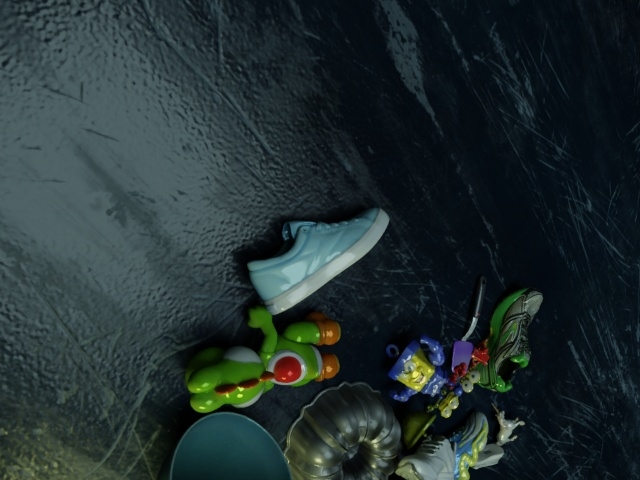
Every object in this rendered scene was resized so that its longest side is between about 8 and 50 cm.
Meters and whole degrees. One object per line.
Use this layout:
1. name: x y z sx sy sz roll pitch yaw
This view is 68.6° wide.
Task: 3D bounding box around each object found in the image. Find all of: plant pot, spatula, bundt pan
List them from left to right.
1. plant pot: -0.224 0.536 0.965 0.290 0.290 0.195 29 122 -31
2. bundt pan: 0.076 0.538 1.195 0.330 0.124 0.332 -7 105 -28
3. spatula: 0.450 0.249 1.395 0.084 0.030 0.297 13 93 -28

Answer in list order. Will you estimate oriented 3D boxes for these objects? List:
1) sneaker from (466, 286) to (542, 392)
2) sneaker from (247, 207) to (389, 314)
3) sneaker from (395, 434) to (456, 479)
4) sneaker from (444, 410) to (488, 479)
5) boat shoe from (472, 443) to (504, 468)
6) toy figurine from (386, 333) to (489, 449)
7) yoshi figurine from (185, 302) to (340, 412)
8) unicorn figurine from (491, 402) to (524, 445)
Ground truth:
1. sneaker: 0.589 0.303 1.419 0.134 0.146 0.344 31 84 -30
2. sneaker: 0.000 0.000 1.034 0.365 0.135 0.150 -37 101 -27
3. sneaker: 0.290 0.587 1.263 0.297 0.110 0.130 36 67 -53
4. sneaker: 0.420 0.614 1.423 0.126 0.091 0.240 34 64 -10
5. boat shoe: 0.509 0.703 1.512 0.184 0.066 0.063 1 111 -33
6. toy figurine: 0.264 0.361 1.271 0.363 0.217 0.191 -62 168 27
7. yoshi figurine: -0.138 0.262 1.019 0.361 0.204 0.203 -7 145 -42
8. unicorn figurine: 0.615 0.616 1.549 0.111 0.060 0.162 0 100 -30
